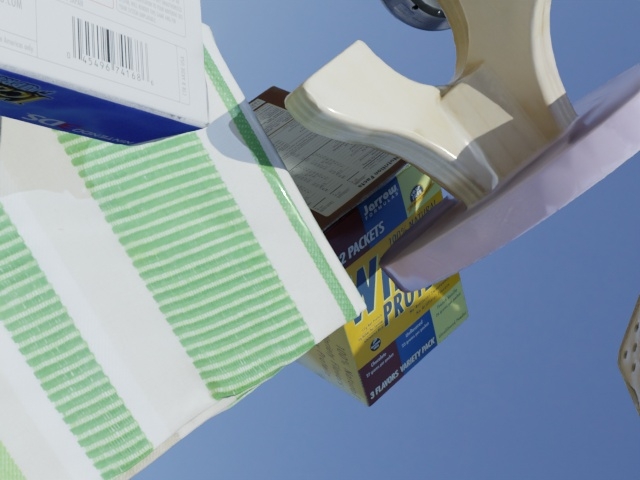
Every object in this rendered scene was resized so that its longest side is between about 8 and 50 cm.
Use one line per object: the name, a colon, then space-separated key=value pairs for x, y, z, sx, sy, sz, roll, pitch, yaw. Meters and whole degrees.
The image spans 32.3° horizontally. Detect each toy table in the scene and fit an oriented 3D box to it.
toy table: x=0.097 y=-0.090 z=0.746 sx=0.274 sy=0.161 sz=0.252 roll=-36 pitch=-174 yaw=37

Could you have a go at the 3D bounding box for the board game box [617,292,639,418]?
board game box: x=0.436 y=0.057 z=1.167 sx=0.390 sy=0.050 sz=0.389 roll=-85 pitch=-172 yaw=-68

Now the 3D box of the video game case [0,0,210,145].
video game case: x=-0.160 y=-0.184 z=0.471 sx=0.061 sy=0.269 sz=0.244 roll=-10 pitch=-102 yaw=32

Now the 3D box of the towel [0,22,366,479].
towel: x=-0.152 y=0.027 z=0.653 sx=0.325 sy=0.247 sz=0.038 roll=-33 pitch=-170 yaw=-24

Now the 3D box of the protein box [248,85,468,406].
protein box: x=0.000 y=0.000 z=0.981 sx=0.136 sy=0.199 sz=0.201 roll=-39 pitch=-137 yaw=-25

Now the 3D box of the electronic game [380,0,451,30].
electronic game: x=0.149 y=-0.351 z=1.258 sx=0.048 sy=0.229 sz=0.229 roll=36 pitch=-73 yaw=46
